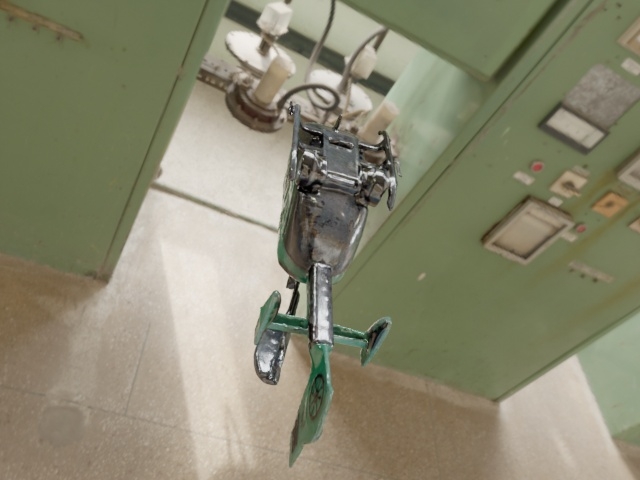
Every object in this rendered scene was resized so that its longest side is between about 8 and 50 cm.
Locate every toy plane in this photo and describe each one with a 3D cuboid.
[{"bbox_3d":[0.000,0.000,0.499,0.107,0.155,0.381,13,39,-13],"label":"toy plane"}]
